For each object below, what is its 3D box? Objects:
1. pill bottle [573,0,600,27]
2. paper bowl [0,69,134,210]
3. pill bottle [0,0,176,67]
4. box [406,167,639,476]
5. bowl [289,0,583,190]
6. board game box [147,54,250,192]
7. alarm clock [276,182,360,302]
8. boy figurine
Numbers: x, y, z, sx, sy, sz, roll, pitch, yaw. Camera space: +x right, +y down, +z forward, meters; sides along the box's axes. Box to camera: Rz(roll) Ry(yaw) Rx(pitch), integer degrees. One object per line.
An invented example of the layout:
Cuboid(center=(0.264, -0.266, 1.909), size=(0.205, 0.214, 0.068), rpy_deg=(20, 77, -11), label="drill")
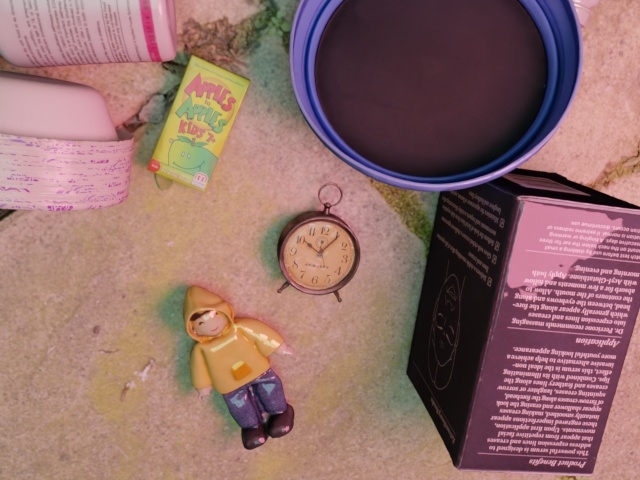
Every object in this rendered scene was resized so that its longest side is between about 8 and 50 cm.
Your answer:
Cuboid(center=(0.390, -0.395, 0.985), size=(0.078, 0.078, 0.137), rpy_deg=(15, 103, -12), label="pill bottle")
Cuboid(center=(-0.385, -0.136, 0.844), size=(0.285, 0.284, 0.148), rpy_deg=(8, 103, -10), label="paper bowl")
Cuboid(center=(-0.340, -0.310, 0.864), size=(0.283, 0.160, 0.160), rpy_deg=(-5, 107, -6), label="pill bottle")
Cuboid(center=(0.295, 0.103, 1.003), size=(0.212, 0.293, 0.395), rpy_deg=(6, 105, -9), label="box")
Cuboid(center=(0.153, -0.251, 0.911), size=(0.392, 0.077, 0.390), rpy_deg=(-1, 79, 4), label="bowl")
Cuboid(center=(-0.182, -0.174, 0.988), size=(0.092, 0.043, 0.181), rpy_deg=(22, 102, -13), label="board game box")
Cuboid(center=(0.000, 0.000, 1.052), size=(0.130, 0.064, 0.192), rpy_deg=(10, 107, -10), label="alarm clock")
Cuboid(center=(-0.133, 0.195, 1.078), size=(0.177, 0.092, 0.285), rpy_deg=(-21, 111, 1), label="boy figurine")
